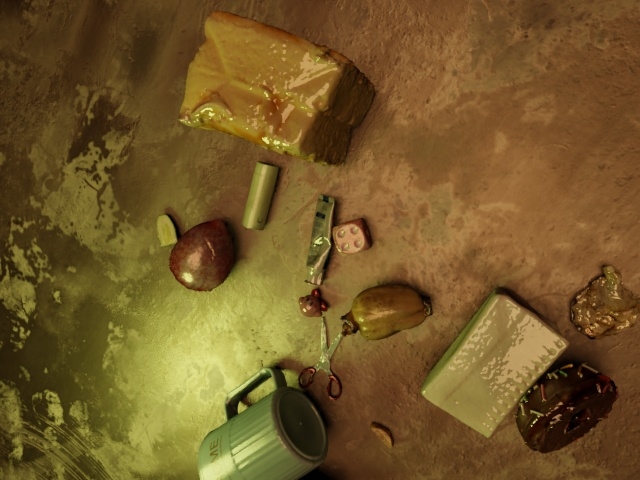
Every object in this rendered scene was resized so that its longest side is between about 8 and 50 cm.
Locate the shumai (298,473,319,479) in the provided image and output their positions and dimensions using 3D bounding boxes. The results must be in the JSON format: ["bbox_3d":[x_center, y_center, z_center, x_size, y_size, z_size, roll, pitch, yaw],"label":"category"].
[{"bbox_3d":[-0.075,0.885,1.384,0.324,0.397,0.324,28,74,-6],"label":"shumai"}]

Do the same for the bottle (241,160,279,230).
[{"bbox_3d":[-0.184,-0.135,1.391,0.072,0.072,0.202,19,103,15],"label":"bottle"}]

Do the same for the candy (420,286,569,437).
[{"bbox_3d":[0.447,0.315,1.201,0.208,0.145,0.359,34,106,10],"label":"candy"}]

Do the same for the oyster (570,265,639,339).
[{"bbox_3d":[0.707,0.159,1.133,0.163,0.081,0.191,-9,90,23],"label":"oyster"}]

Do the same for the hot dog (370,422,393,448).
[{"bbox_3d":[0.191,0.583,1.376,0.090,0.030,0.034,45,106,8],"label":"hot dog"}]

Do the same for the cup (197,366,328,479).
[{"bbox_3d":[-0.162,0.599,1.389,0.311,0.331,0.257,-38,110,19],"label":"cup"}]

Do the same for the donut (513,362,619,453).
[{"bbox_3d":[0.598,0.411,1.121,0.270,0.269,0.103,-52,40,16],"label":"donut"}]

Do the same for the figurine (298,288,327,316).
[{"bbox_3d":[-0.027,0.199,1.382,0.083,0.071,0.067,51,150,14],"label":"figurine"}]

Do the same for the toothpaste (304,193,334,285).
[{"bbox_3d":[0.000,0.000,1.350,0.096,0.061,0.266,23,107,56],"label":"toothpaste"}]

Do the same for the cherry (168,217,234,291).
[{"bbox_3d":[-0.361,0.040,1.421,0.192,0.175,0.250,36,104,23],"label":"cherry"}]

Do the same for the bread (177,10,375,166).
[{"bbox_3d":[-0.097,-0.367,1.178,0.389,0.371,0.280,21,104,14],"label":"bread"}]

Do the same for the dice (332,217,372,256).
[{"bbox_3d":[0.092,-0.010,1.305,0.091,0.094,0.093,-17,90,16],"label":"dice"}]

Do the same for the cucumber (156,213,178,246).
[{"bbox_3d":[-0.512,-0.035,1.532,0.067,0.035,0.108,-15,84,9],"label":"cucumber"}]

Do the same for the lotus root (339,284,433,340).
[{"bbox_3d":[0.182,0.203,1.279,0.256,0.140,0.155,-11,122,12],"label":"lotus root"}]

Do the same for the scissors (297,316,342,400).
[{"bbox_3d":[0.017,0.364,1.416,0.144,0.017,0.248,15,100,15],"label":"scissors"}]
